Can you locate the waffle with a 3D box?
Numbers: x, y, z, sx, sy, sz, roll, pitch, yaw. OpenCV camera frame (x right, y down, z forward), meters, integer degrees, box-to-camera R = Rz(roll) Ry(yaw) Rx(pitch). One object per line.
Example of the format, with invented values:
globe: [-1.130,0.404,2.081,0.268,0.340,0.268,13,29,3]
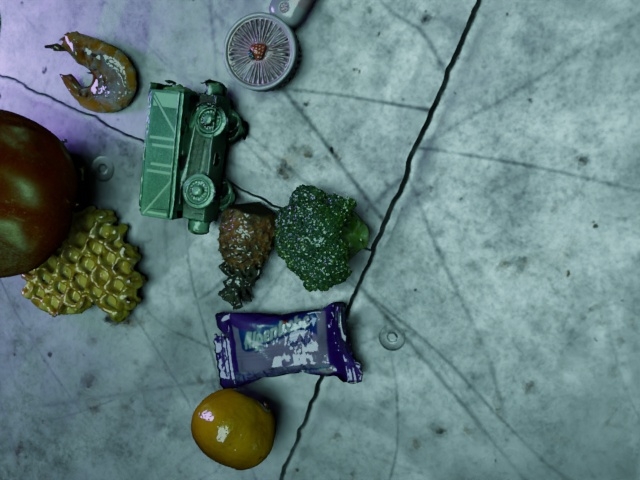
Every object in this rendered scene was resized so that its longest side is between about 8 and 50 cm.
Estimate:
waffle: [-0.459,0.058,1.385,0.253,0.056,0.249,-29,86,14]

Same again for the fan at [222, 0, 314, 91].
fan: [-0.069,-0.367,1.230,0.130,0.074,0.244,33,102,10]

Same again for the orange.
orange: [-0.148,0.329,1.289,0.156,0.156,0.134,42,94,7]

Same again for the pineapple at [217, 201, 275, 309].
pineapple: [-0.137,0.032,1.279,0.108,0.108,0.197,16,108,12]

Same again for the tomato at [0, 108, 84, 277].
tomato: [-0.580,-0.088,1.275,0.304,0.239,0.303,-13,68,34]

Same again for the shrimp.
shrimp: [-0.425,-0.309,1.339,0.187,0.052,0.132,34,103,6]

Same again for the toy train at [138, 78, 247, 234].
toy train: [-0.224,-0.147,1.278,0.154,0.115,0.269,10,99,22]

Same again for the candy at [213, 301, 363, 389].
candy: [-0.063,0.188,1.291,0.275,0.070,0.145,-7,88,19]

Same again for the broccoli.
broccoli: [0.000,0.000,1.209,0.195,0.156,0.195,-17,69,56]
